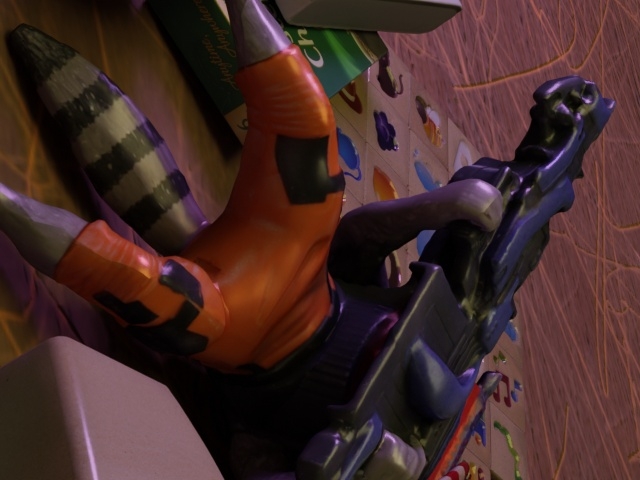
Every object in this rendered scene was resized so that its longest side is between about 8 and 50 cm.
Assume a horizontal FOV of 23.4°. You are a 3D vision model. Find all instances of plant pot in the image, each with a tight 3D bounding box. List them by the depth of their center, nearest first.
[{"bbox_3d":[-0.101,0.104,0.617,0.109,0.109,0.096,35,32,-48],"label":"plant pot"}]

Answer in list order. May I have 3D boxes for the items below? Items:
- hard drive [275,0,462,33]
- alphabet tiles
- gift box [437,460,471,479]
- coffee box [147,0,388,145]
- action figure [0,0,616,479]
[{"bbox_3d":[-0.028,-0.279,1.006,0.203,0.040,0.307,-10,71,-61],"label":"hard drive"},{"bbox_3d":[0.072,0.023,1.079,0.285,0.011,0.342,43,38,-40],"label":"alphabet tiles"},{"bbox_3d":[0.127,0.261,0.698,0.276,0.258,0.255,16,93,-53],"label":"gift box"},{"bbox_3d":[-0.026,-0.132,0.957,0.113,0.040,0.184,58,29,-6],"label":"coffee box"},{"bbox_3d":[0.000,0.000,0.796,0.341,0.178,0.330,-51,125,-31],"label":"action figure"}]
